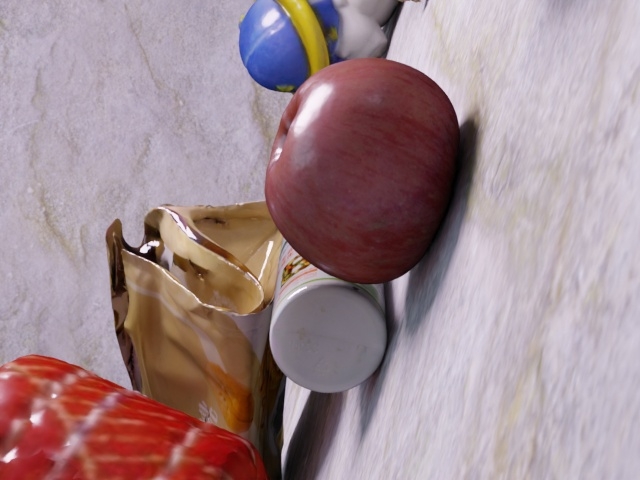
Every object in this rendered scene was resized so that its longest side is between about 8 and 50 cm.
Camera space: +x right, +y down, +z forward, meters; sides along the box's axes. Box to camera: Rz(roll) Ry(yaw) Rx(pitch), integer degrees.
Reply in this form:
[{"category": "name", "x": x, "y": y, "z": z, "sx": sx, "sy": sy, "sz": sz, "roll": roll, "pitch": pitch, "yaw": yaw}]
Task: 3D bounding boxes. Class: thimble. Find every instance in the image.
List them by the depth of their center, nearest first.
[{"category": "thimble", "x": -0.186, "y": 0.282, "z": 0.961, "sx": 0.350, "sy": 0.230, "sz": 0.350, "roll": 17, "pitch": -90, "yaw": -79}]

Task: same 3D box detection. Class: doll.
[{"category": "doll", "x": 0.022, "y": -0.285, "z": 1.566, "sx": 0.311, "sy": 0.242, "sz": 0.160, "roll": 119, "pitch": 133, "yaw": -65}]

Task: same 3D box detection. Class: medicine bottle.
[{"category": "medicine bottle", "x": 0.007, "y": 0.041, "z": 0.955, "sx": 0.183, "sy": 0.086, "sz": 0.086, "roll": -89, "pitch": 17, "yaw": -71}]

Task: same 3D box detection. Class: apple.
[{"category": "apple", "x": 0.027, "y": -0.051, "z": 0.836, "sx": 0.153, "sy": 0.120, "sz": 0.153, "roll": -162, "pitch": 90, "yaw": -85}]

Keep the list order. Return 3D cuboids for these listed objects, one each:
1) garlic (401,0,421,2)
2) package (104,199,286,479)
[{"category": "garlic", "x": 0.059, "y": -0.365, "z": 1.329, "sx": 0.245, "sy": 0.245, "sz": 0.253, "roll": 130, "pitch": 124, "yaw": -78}, {"category": "package", "x": -0.115, "y": 0.131, "z": 1.160, "sx": 0.221, "sy": 0.165, "sz": 0.311, "roll": -78, "pitch": -8, "yaw": -57}]
